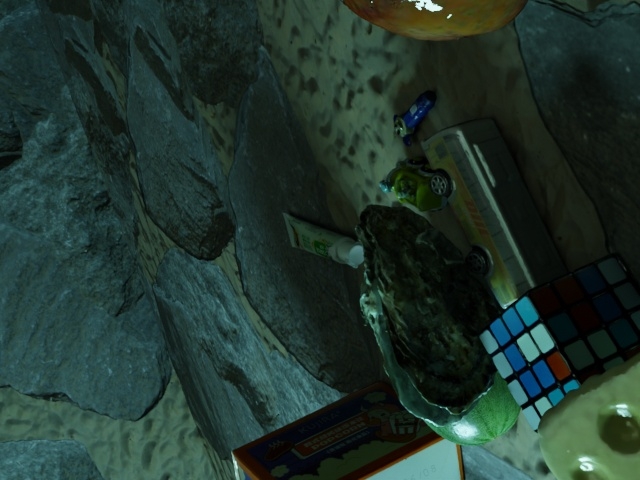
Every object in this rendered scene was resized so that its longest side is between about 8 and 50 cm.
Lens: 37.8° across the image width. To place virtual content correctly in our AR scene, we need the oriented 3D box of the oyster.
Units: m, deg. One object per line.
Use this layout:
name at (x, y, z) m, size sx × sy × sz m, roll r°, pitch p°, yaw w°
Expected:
oyster at (0.137, 0.080, 1.303) m, size 0.158 × 0.162 × 0.351 m, roll -48°, pitch 55°, yaw 40°

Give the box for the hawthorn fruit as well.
hawthorn fruit at (0.103, -0.367, 1.104) m, size 0.276 × 0.307 × 0.276 m, roll 172°, pitch 90°, yaw -73°

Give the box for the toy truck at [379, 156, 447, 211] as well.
toy truck at (0.143, -0.085, 1.465) m, size 0.111 × 0.077 × 0.076 m, roll 30°, pitch 133°, yaw 53°

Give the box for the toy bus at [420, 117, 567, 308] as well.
toy bus at (0.239, -0.043, 1.301) m, size 0.106 × 0.092 × 0.268 m, roll -35°, pitch 76°, yaw 54°

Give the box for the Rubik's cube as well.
Rubik's cube at (0.323, 0.131, 1.183) m, size 0.154 × 0.155 × 0.151 m, roll 63°, pitch 155°, yaw 16°

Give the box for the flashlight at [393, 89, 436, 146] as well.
flashlight at (0.142, -0.191, 1.439) m, size 0.057 × 0.035 × 0.121 m, roll 65°, pitch 154°, yaw 13°

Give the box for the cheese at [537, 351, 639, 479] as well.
cheese at (0.398, 0.211, 0.942) m, size 0.384 × 0.104 × 0.384 m, roll 11°, pitch 109°, yaw 37°

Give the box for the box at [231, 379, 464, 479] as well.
box at (0.061, 0.494, 1.723) m, size 0.257 × 0.348 × 0.319 m, roll 22°, pitch 129°, yaw 57°

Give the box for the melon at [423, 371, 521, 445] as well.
melon at (0.197, 0.171, 1.422) m, size 0.288 × 0.182 × 0.182 m, roll 67°, pitch 154°, yaw 9°

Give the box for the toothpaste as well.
toothpaste at (0.000, 0.000, 1.840) m, size 0.314 × 0.056 × 0.058 m, roll 18°, pitch 84°, yaw 62°
